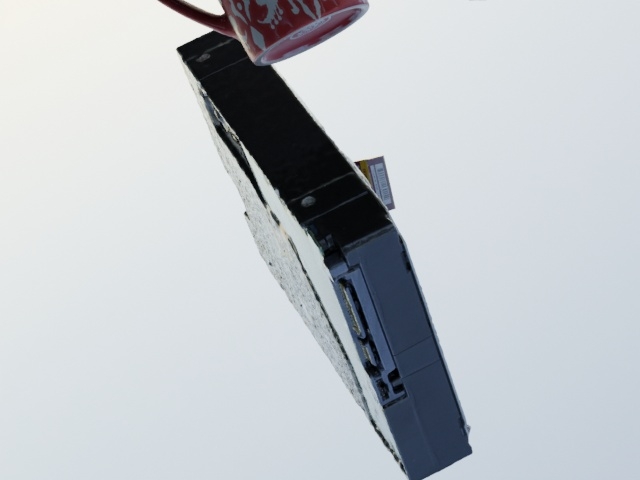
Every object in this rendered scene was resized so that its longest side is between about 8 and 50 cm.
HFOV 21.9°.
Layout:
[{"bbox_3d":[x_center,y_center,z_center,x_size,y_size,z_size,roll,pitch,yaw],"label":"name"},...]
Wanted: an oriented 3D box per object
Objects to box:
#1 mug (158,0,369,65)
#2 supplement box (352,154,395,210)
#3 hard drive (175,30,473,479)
[{"bbox_3d":[-0.052,-0.211,1.170,0.113,0.169,0.150,-24,175,-40],"label":"mug"},{"bbox_3d":[0.021,-0.045,1.541,0.083,0.055,0.043,-12,-176,27],"label":"supplement box"},{"bbox_3d":[0.000,0.000,1.277,0.064,0.237,0.339,-26,-143,-7],"label":"hard drive"}]
